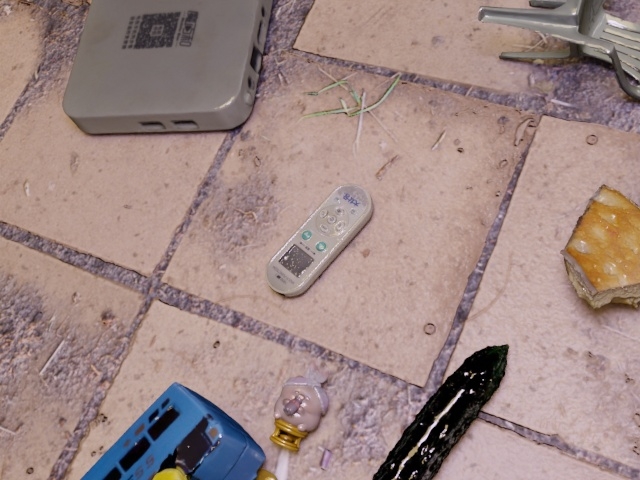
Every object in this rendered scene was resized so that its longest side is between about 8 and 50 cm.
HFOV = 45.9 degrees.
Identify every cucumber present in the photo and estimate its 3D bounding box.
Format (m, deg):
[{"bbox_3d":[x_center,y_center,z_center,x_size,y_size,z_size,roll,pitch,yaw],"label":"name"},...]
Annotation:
[{"bbox_3d":[0.164,0.253,1.039,0.072,0.072,0.300,33,78,26],"label":"cucumber"}]

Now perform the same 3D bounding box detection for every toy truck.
[{"bbox_3d":[-0.258,0.391,1.049,0.385,0.161,0.162,-48,51,-5],"label":"toy truck"}]

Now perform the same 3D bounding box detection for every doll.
[{"bbox_3d":[-0.031,0.237,1.092,0.073,0.084,0.127,21,82,21],"label":"doll"}]

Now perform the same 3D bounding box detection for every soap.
[{"bbox_3d":[-0.102,0.343,1.105,0.089,0.012,0.034,21,77,24],"label":"soap"}]

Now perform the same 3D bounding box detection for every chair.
[{"bbox_3d":[0.426,-0.351,1.189,0.275,0.190,0.203,22,75,32],"label":"chair"}]

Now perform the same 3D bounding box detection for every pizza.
[{"bbox_3d":[0.413,0.017,1.076,0.188,0.080,0.204,-13,50,-15],"label":"pizza"}]

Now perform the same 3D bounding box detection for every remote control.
[{"bbox_3d":[0.000,0.000,1.217,0.078,0.042,0.221,38,82,26],"label":"remote control"}]

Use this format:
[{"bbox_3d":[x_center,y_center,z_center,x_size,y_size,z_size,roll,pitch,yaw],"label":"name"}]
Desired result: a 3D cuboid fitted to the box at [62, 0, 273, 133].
[{"bbox_3d":[-0.283,-0.376,1.446,0.373,0.090,0.367,2,68,16],"label":"box"}]
